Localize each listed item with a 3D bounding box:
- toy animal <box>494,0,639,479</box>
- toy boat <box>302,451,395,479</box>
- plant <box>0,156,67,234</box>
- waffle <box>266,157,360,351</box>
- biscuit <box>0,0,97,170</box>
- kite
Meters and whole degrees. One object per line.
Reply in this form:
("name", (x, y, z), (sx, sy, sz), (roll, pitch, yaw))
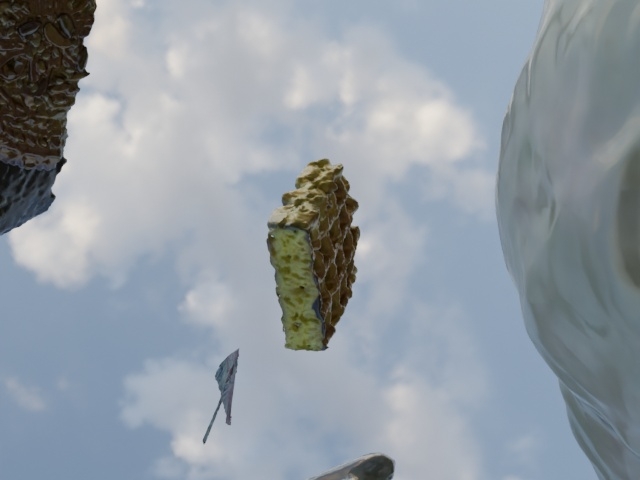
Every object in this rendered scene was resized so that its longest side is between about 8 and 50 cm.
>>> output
("toy animal", (0.174, -0.015, 0.398), (0.266, 0.308, 0.188), (32, -163, -12))
("toy boat", (-0.104, 0.236, 0.657), (0.111, 0.293, 0.276), (-85, -10, -60))
("plant", (-0.371, -0.056, 1.331), (0.274, 0.146, 0.149), (-34, -47, -64))
("waffle", (0.000, 0.000, 1.563), (0.211, 0.055, 0.160), (-63, -31, -55))
("biscuit", (-0.230, -0.147, 1.027), (0.126, 0.206, 0.025), (0, -154, -23))
("kite", (-0.127, 0.205, 1.795), (0.005, 0.152, 0.137), (12, -160, -17))
